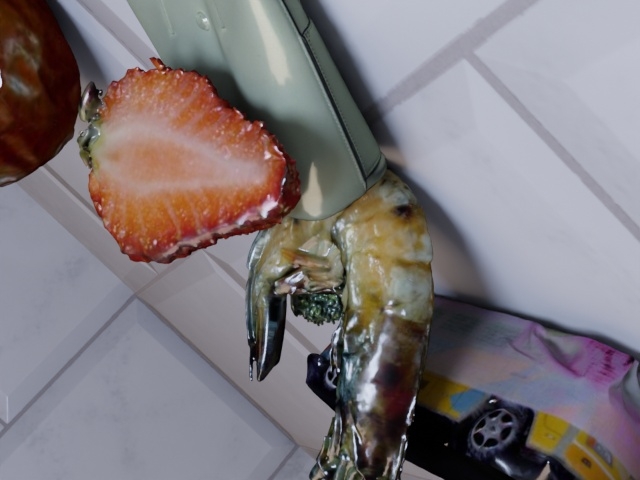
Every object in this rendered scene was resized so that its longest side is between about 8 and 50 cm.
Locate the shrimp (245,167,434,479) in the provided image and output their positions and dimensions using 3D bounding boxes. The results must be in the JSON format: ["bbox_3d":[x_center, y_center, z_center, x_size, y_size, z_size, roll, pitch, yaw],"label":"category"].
[{"bbox_3d":[0.006,0.100,0.823,0.233,0.364,0.071,6,178,41],"label":"shrimp"}]

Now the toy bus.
[{"bbox_3d":[0.164,0.160,0.860,0.171,0.162,0.386,47,161,-29],"label":"toy bus"}]

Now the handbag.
[{"bbox_3d":[-0.083,-0.165,0.737,0.241,0.109,0.315,13,142,53],"label":"handbag"}]

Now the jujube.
[{"bbox_3d":[-0.468,-0.248,1.062,0.377,0.276,0.276,53,158,-22],"label":"jujube"}]

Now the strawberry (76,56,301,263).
[{"bbox_3d":[-0.107,-0.056,0.737,0.236,0.175,0.107,40,-161,27],"label":"strawberry"}]

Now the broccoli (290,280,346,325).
[{"bbox_3d":[0.000,-0.001,0.935,0.118,0.122,0.204,-129,18,-59],"label":"broccoli"}]
